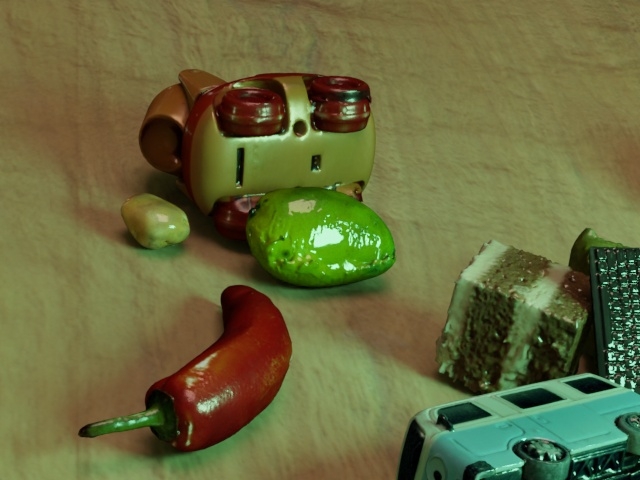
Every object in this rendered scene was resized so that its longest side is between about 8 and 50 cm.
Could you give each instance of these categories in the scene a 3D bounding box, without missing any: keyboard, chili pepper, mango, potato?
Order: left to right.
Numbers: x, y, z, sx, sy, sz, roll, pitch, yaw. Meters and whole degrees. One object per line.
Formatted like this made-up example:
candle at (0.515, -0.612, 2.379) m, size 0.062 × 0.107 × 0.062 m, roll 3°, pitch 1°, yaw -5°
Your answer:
potato at (-0.191, -0.023, 2.035) m, size 0.083 × 0.062 × 0.068 m, roll 49°, pitch 11°, yaw 21°
chili pepper at (-0.101, 0.131, 1.754) m, size 0.137 × 0.092 × 0.368 m, roll -2°, pitch 15°, yaw 19°
mango at (0.000, 0.000, 2.015) m, size 0.178 × 0.119 × 0.100 m, roll 11°, pitch -20°, yaw -16°
keyboard at (0.318, 0.126, 1.772) m, size 0.087 × 0.017 × 0.250 m, roll 2°, pitch 71°, yaw -10°

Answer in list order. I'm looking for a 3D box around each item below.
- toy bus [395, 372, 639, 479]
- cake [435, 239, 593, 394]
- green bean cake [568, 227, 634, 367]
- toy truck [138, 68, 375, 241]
toy bus at (0.191, 0.211, 1.619) m, size 0.271 × 0.133 × 0.165 m, roll -8°, pitch 27°, yaw -35°
cake at (0.206, 0.091, 1.856) m, size 0.147 × 0.135 × 0.134 m, roll 21°, pitch 28°, yaw 12°
green bean cake at (0.402, 0.087, 1.943) m, size 0.236 × 0.124 × 0.233 m, roll 3°, pitch 28°, yaw -12°
toy truck at (-0.078, -0.121, 2.141) m, size 0.265 × 0.189 × 0.239 m, roll -6°, pitch 23°, yaw -27°
